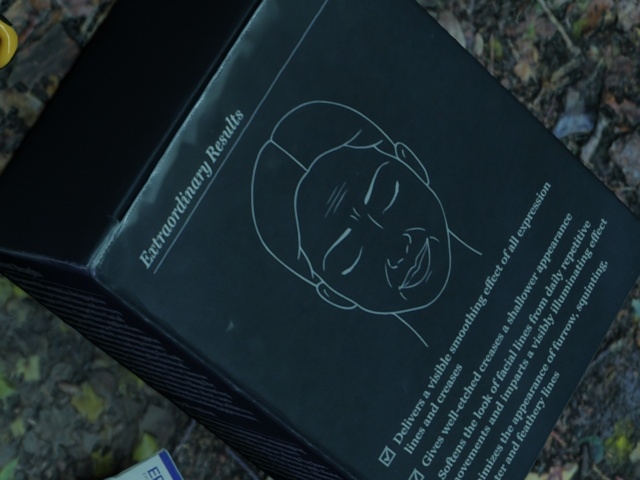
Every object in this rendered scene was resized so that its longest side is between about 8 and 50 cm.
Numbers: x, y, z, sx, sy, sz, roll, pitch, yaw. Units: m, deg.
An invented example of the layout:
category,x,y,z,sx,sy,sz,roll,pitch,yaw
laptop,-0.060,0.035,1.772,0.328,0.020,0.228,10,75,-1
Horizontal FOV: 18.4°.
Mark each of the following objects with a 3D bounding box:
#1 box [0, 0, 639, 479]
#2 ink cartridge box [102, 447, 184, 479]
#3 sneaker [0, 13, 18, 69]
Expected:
category,x,y,z,sx,sy,sz,roll,pitch,yaw
box,0.000,0.000,1.425,0.395,0.212,0.293,41,73,-30
ink cartridge box,-0.211,0.293,1.366,0.332,0.065,0.165,-27,83,-27
sneaker,-0.297,-0.118,1.294,0.215,0.083,0.084,-22,108,-29
